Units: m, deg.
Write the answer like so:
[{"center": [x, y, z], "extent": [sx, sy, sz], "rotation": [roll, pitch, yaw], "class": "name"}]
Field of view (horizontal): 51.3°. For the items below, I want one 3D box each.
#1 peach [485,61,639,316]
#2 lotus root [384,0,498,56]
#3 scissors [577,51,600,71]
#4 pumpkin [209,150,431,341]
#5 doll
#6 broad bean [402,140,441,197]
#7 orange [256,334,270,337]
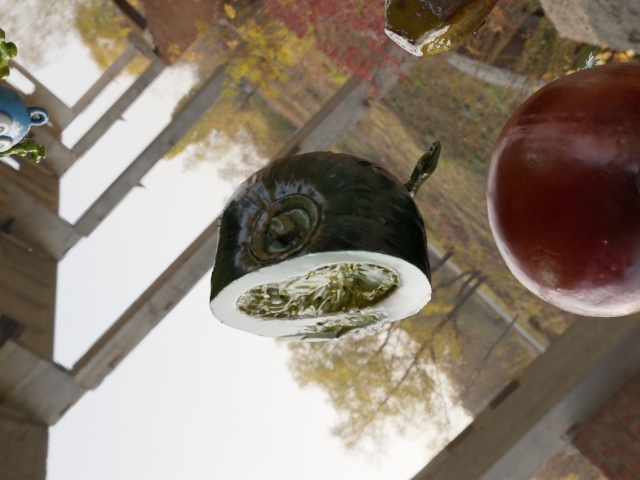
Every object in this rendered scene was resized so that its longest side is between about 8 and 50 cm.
[{"center": [0.440, -0.075, 0.984], "extent": [0.388, 0.388, 0.388], "rotation": [45, -175, -5], "class": "peach"}, {"center": [0.219, -0.441, 1.143], "extent": [0.193, 0.291, 0.193], "rotation": [30, 169, 7], "class": "lotus root"}, {"center": [0.621, -0.412, 1.535], "extent": [0.014, 0.058, 0.119], "rotation": [63, -164, 10], "class": "scissors"}, {"center": [0.000, 0.000, 0.877], "extent": [0.263, 0.292, 0.197], "rotation": [35, -134, -46], "class": "pumpkin"}, {"center": [-0.661, -0.219, 1.198], "extent": [0.341, 0.346, 0.099], "rotation": [-16, -121, -35], "class": "doll"}, {"center": [0.194, -0.125, 1.417], "extent": [0.061, 0.195, 0.046], "rotation": [40, -166, -36], "class": "broad bean"}, {"center": [-0.070, 0.067, 1.189], "extent": [0.224, 0.224, 0.170], "rotation": [43, 170, -27], "class": "orange"}]
